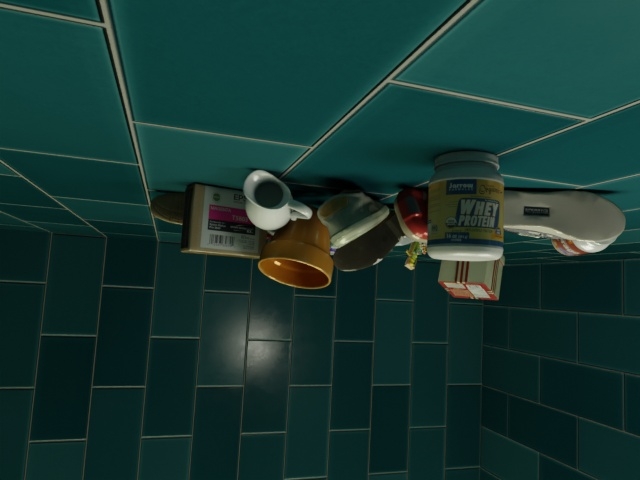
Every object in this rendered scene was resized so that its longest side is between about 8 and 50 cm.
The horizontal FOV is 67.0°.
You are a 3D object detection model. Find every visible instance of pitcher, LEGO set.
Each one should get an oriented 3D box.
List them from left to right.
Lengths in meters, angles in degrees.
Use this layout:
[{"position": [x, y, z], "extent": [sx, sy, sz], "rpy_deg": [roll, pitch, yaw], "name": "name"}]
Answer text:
[{"position": [-0.107, -0.085, 1.229], "extent": [0.178, 0.125, 0.207], "rpy_deg": [29, 168, 1], "name": "pitcher"}, {"position": [0.455, 0.023, 2.063], "extent": [0.107, 0.132, 0.287], "rpy_deg": [-8, -170, 38], "name": "LEGO set"}]

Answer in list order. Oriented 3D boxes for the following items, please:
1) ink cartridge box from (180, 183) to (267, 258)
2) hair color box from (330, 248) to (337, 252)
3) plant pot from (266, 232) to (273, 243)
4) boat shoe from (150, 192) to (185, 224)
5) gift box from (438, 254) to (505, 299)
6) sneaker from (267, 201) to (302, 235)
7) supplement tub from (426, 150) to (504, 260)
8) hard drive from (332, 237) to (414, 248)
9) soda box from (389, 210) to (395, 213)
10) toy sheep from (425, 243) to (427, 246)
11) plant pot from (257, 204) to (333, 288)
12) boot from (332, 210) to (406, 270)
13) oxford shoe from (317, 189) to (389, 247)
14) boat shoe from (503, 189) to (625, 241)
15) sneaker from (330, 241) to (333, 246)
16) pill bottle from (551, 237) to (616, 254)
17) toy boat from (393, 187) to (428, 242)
[{"position": [-0.274, -0.051, 1.404], "extent": [0.235, 0.193, 0.088], "rpy_deg": [6, 173, -31], "name": "ink cartridge box"}, {"position": [-0.013, 0.006, 2.281], "extent": [0.339, 0.110, 0.185], "rpy_deg": [10, 172, -40], "name": "hair color box"}, {"position": [-0.104, -0.005, 1.769], "extent": [0.174, 0.191, 0.191], "rpy_deg": [-20, 160, 40], "name": "plant pot"}, {"position": [-0.387, -0.092, 1.533], "extent": [0.285, 0.102, 0.092], "rpy_deg": [-1, 171, -17], "name": "boat shoe"}, {"position": [0.700, 0.107, 2.217], "extent": [0.255, 0.258, 0.276], "rpy_deg": [2, 155, 32], "name": "gift box"}, {"position": [-0.079, -0.072, 1.557], "extent": [0.105, 0.115, 0.281], "rpy_deg": [35, -165, 2], "name": "sneaker"}, {"position": [0.284, -0.063, 0.953], "extent": [0.144, 0.199, 0.144], "rpy_deg": [2, 174, 0], "name": "supplement tub"}, {"position": [0.242, -0.017, 1.916], "extent": [0.233, 0.047, 0.353], "rpy_deg": [-16, -172, -42], "name": "hard drive"}, {"position": [0.212, -0.061, 1.692], "extent": [0.058, 0.061, 0.181], "rpy_deg": [2, 175, -4], "name": "soda box"}, {"position": [0.460, -0.006, 1.955], "extent": [0.091, 0.091, 0.132], "rpy_deg": [1, 165, 17], "name": "toy sheep"}, {"position": [-0.053, 0.010, 1.358], "extent": [0.205, 0.187, 0.205], "rpy_deg": [11, 155, 5], "name": "plant pot"}, {"position": [0.171, -0.005, 1.524], "extent": [0.305, 0.112, 0.115], "rpy_deg": [-32, -169, -3], "name": "boot"}, {"position": [0.091, -0.078, 1.352], "extent": [0.169, 0.130, 0.449], "rpy_deg": [-33, 178, 13], "name": "oxford shoe"}, {"position": [0.573, -0.068, 1.247], "extent": [0.341, 0.127, 0.158], "rpy_deg": [10, -178, 7], "name": "boat shoe"}, {"position": [0.000, 0.000, 1.528], "extent": [0.107, 0.275, 0.110], "rpy_deg": [42, 156, -10], "name": "sneaker"}, {"position": [0.815, -0.020, 1.495], "extent": [0.121, 0.121, 0.216], "rpy_deg": [3, 174, 3], "name": "pill bottle"}, {"position": [0.312, -0.080, 1.232], "extent": [0.231, 0.151, 0.151], "rpy_deg": [7, 144, -34], "name": "toy boat"}]
